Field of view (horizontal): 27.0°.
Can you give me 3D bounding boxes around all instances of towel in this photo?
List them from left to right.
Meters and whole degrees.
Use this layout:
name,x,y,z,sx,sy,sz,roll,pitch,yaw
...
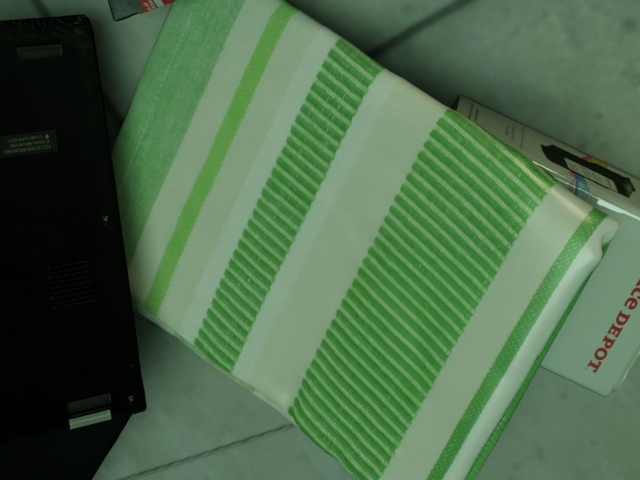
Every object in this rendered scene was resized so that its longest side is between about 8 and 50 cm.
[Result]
name,x,y,z,sx,sy,sz,roll,pitch,yaw
towel,0.000,0.000,0.856,0.325,0.038,0.248,35,115,20

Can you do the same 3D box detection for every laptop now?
name,x,y,z,sx,sy,sz,roll,pitch,yaw
laptop,-0.338,0.084,0.857,0.236,0.382,0.408,0,99,55

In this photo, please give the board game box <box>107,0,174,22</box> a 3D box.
name,x,y,z,sx,sy,sz,roll,pitch,yaw
board game box,-0.068,-0.213,0.778,0.194,0.060,0.194,7,139,-3

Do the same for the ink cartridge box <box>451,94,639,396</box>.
name,x,y,z,sx,sy,sz,roll,pitch,yaw
ink cartridge box,0.139,0.004,0.872,0.175,0.072,0.127,26,113,-1
